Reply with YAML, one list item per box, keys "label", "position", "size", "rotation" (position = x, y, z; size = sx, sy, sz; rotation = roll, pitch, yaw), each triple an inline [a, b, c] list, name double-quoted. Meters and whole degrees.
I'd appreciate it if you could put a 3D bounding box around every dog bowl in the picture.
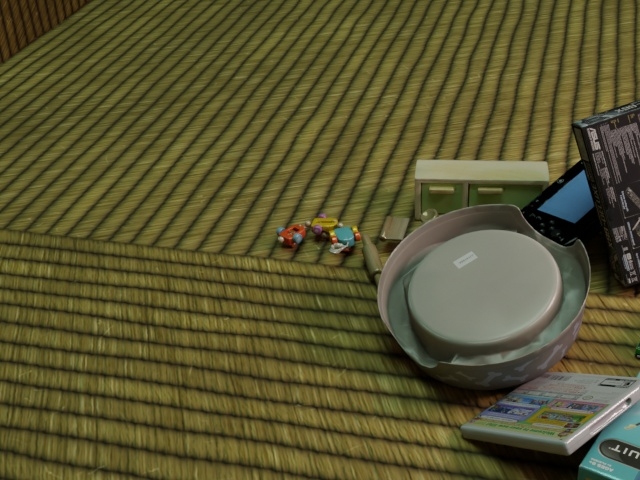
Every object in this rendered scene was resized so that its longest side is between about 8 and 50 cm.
- label: "dog bowl"
  position: [0.273, 0.096, 1.579]
  size: [0.348, 0.102, 0.349]
  rotation: [-11, 43, 11]

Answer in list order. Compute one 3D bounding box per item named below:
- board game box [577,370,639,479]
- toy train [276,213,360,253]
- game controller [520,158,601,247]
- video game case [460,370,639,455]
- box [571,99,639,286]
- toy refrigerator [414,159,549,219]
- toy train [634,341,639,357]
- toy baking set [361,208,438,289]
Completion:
- label: "board game box"
  position: [0.546, 0.288, 1.341]
  size: [0.253, 0.079, 0.336]
  rotation: [18, 37, 31]
- label: "toy train"
  position: [0.000, 0.000, 1.898]
  size: [0.166, 0.046, 0.125]
  rotation: [18, 39, 36]
- label: "game controller"
  position: [0.515, -0.088, 1.838]
  size: [0.319, 0.067, 0.166]
  rotation: [-38, 42, -17]
- label: "video game case"
  position: [0.341, 0.247, 1.395]
  size: [0.193, 0.023, 0.212]
  rotation: [-26, 11, -31]
- label: "box"
  position: [0.609, -0.100, 1.696]
  size: [0.242, 0.308, 0.076]
  rotation: [-19, 10, 4]
- label: "toy refrigerator"
  position: [0.331, -0.100, 1.968]
  size: [0.269, 0.102, 0.094]
  rotation: [2, 32, 8]
- label: "toy train"
  position: [0.541, 0.166, 1.590]
  size: [0.017, 0.024, 0.083]
  rotation: [15, 37, 27]
- label: "toy baking set"
  position: [0.176, 0.021, 1.796]
  size: [0.196, 0.030, 0.256]
  rotation: [-22, 39, 11]
